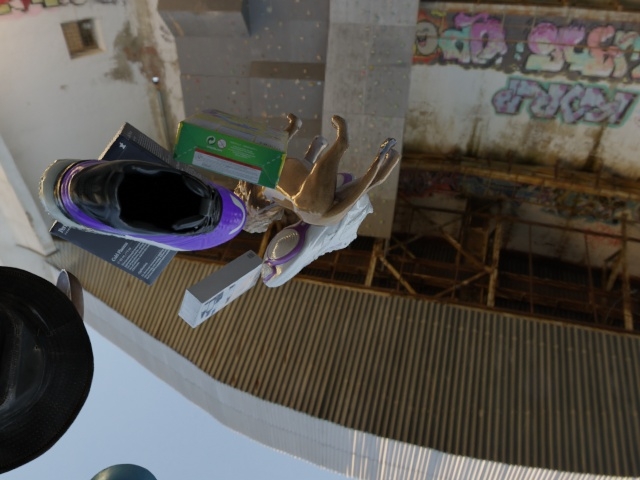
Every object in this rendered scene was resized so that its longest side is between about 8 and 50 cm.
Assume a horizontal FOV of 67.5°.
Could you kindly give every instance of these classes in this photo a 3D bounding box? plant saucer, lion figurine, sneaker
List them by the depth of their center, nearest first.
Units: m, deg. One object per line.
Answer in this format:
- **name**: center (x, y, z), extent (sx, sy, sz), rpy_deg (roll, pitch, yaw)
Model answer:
- **sneaker**: center (-0.176, -0.038, 0.614), extent (0.146, 0.102, 0.293), rpy_deg (1, 177, 35)
- **lion figurine**: center (-0.035, -0.100, 0.878), extent (0.240, 0.142, 0.392), rpy_deg (-58, -151, -6)
- **plant saucer**: center (-0.486, 0.140, 0.924), extent (0.029, 0.168, 0.168), rpy_deg (5, -154, -38)
- **sneaker**: center (0.000, 0.000, 1.057), extent (0.305, 0.152, 0.114), rpy_deg (-46, -140, 2)

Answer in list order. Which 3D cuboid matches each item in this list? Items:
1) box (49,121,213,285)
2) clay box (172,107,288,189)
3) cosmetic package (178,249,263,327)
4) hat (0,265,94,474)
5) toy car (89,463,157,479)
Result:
- **box**: center (-0.531, -0.105, 1.396), extent (0.343, 0.312, 0.179), rpy_deg (-50, -151, 8)
- **clay box**: center (-0.111, -0.134, 0.657), extent (0.127, 0.053, 0.222), rpy_deg (16, -163, -8)
- **cosmetic package**: center (-0.245, 0.119, 1.222), extent (0.060, 0.099, 0.239), rpy_deg (39, -141, 12)
- **hat**: center (-0.501, 0.179, 0.711), extent (0.331, 0.134, 0.331), rpy_deg (12, -115, -26)
- **toy car**: center (-0.240, 0.291, 0.313), extent (0.238, 0.210, 0.219), rpy_deg (0, -178, -11)
